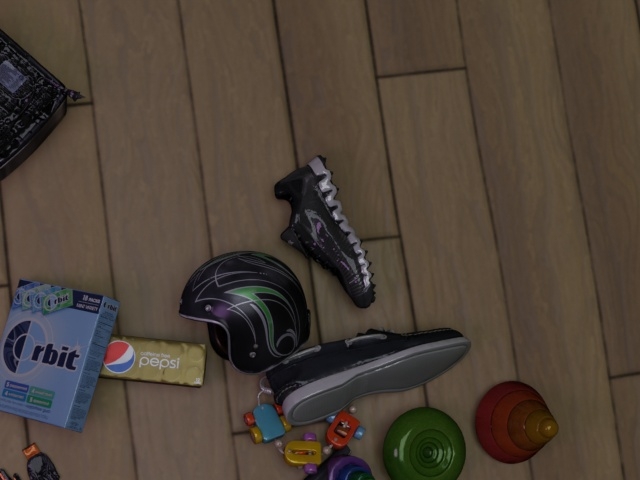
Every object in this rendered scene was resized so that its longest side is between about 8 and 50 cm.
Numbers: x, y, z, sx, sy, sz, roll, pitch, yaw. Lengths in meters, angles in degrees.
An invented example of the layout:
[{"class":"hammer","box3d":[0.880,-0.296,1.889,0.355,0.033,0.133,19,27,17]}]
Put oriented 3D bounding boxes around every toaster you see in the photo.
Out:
[{"class":"toaster","box3d":[-0.453,-0.190,1.836,0.185,0.110,0.168,41,79,-1]}]

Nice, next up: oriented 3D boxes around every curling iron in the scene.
[{"class":"curling iron","box3d":[-0.065,0.378,1.852,0.274,0.035,0.068,-36,88,-12]}]

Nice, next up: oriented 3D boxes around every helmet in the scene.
[{"class":"helmet","box3d":[-0.106,0.093,1.824,0.169,0.169,0.161,-29,103,-12]}]

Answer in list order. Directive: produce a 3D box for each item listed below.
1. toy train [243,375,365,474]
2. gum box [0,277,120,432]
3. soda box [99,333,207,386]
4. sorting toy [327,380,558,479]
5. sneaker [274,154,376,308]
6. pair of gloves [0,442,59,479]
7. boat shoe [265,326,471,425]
[{"class":"toy train","box3d":[-0.028,0.268,1.873,0.166,0.046,0.125,27,58,3]},{"class":"gum box","box3d":[-0.369,0.155,1.792,0.157,0.041,0.184,9,77,31]},{"class":"soda box","box3d":[-0.252,0.168,1.842,0.181,0.058,0.061,7,80,-8]},{"class":"sorting toy","box3d":[0.189,0.293,1.832,0.365,0.126,0.127,-14,91,-20]},{"class":"sneaker","box3d":[0.000,0.000,1.900,0.106,0.078,0.234,-22,82,-8]},{"class":"pair of gloves","box3d":[-0.408,0.331,1.819,0.083,0.010,0.074,-36,87,-15]},{"class":"boat shoe","box3d":[0.070,0.168,1.866,0.302,0.114,0.091,-13,54,-25]}]
